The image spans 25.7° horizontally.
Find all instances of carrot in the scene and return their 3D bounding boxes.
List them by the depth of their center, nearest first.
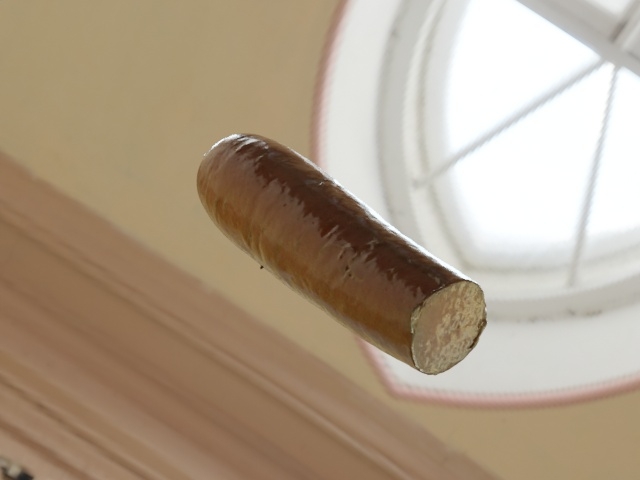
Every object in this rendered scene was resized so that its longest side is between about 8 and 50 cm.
[{"bbox_3d":[0.000,0.000,0.779,0.067,0.067,0.225,3,-158,-39],"label":"carrot"}]
